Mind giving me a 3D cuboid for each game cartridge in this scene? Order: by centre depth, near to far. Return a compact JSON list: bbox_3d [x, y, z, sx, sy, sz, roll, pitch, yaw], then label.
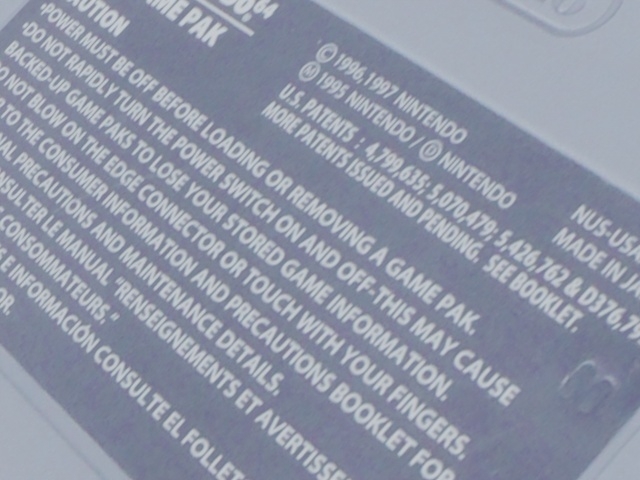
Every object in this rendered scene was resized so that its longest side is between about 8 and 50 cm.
[{"bbox_3d":[0.000,0.000,0.388,0.196,0.060,0.294,-50,47,-3],"label":"game cartridge"}]
